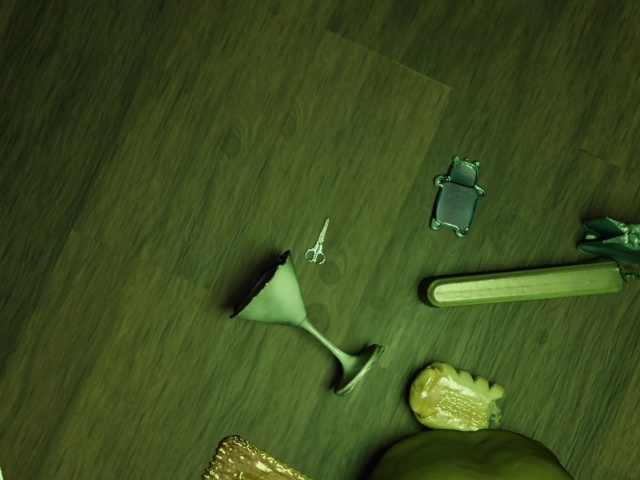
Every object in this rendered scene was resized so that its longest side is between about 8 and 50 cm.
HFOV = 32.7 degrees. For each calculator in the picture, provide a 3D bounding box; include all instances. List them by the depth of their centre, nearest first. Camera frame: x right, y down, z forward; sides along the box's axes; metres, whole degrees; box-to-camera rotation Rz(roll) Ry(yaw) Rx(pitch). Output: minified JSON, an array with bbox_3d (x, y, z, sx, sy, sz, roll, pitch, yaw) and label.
[{"bbox_3d":[0.241,-0.078,1.914,0.094,0.019,0.141,16,84,-6],"label":"calculator"}]

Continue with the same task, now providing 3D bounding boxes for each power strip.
[{"bbox_3d":[0.366,0.071,1.882,0.387,0.092,0.066,-4,90,-7],"label":"power strip"}]

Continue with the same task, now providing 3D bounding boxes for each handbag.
[{"bbox_3d":[0.569,0.009,1.865,0.229,0.179,0.062,13,86,-3],"label":"handbag"}]

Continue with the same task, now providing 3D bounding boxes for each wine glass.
[{"bbox_3d":[-0.018,0.146,1.815,0.232,0.156,0.156,42,84,-6],"label":"wine glass"}]

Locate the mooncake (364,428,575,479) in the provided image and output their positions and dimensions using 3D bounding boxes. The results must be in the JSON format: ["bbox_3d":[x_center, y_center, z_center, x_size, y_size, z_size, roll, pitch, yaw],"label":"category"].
[{"bbox_3d":[0.246,0.538,1.734,0.467,0.262,0.467,0,97,-4],"label":"mooncake"}]

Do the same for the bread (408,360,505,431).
[{"bbox_3d":[0.235,0.277,1.859,0.177,0.084,0.119,26,92,-6],"label":"bread"}]

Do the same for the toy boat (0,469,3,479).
[{"bbox_3d":[-0.557,0.440,1.793,0.291,0.067,0.220,27,85,-15],"label":"toy boat"}]

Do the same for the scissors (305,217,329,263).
[{"bbox_3d":[0.000,0.000,1.889,0.036,0.006,0.083,19,85,-3],"label":"scissors"}]

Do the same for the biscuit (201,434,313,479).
[{"bbox_3d":[-0.114,0.481,1.849,0.237,0.013,0.232,31,84,-4],"label":"biscuit"}]
